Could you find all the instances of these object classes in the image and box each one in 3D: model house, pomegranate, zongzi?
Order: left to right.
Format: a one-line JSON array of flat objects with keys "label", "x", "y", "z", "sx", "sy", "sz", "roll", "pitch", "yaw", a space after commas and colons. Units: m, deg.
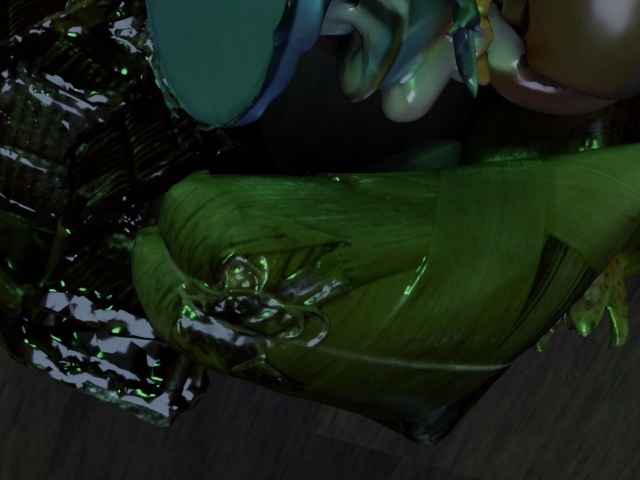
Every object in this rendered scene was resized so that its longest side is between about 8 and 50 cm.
[{"label": "model house", "x": -0.165, "y": -0.091, "z": 0.593, "sx": 0.297, "sy": 0.317, "sz": 0.282, "roll": 19, "pitch": 119, "yaw": -28}, {"label": "zongzi", "x": 0.073, "y": -0.016, "z": 0.495, "sx": 0.300, "sy": 0.145, "sz": 0.274, "roll": -42, "pitch": 141, "yaw": 16}, {"label": "pomegranate", "x": 0.196, "y": -0.032, "z": 0.672, "sx": 0.198, "sy": 0.198, "sz": 0.246, "roll": 40, "pitch": 73, "yaw": -19}]

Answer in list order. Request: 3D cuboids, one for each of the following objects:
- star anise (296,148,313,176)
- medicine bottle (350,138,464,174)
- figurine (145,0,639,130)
[{"label": "star anise", "x": 0.000, "y": 0.000, "z": 0.757, "sx": 0.097, "sy": 0.070, "sz": 0.190, "roll": -15, "pitch": 116, "yaw": 8}, {"label": "medicine bottle", "x": 0.052, "y": 0.016, "z": 0.721, "sx": 0.201, "sy": 0.052, "sz": 0.171, "roll": -25, "pitch": 118, "yaw": -35}, {"label": "figurine", "x": 0.117, "y": -0.181, "z": 0.484, "sx": 0.388, "sy": 0.248, "sz": 0.276, "roll": -5, "pitch": 88, "yaw": -31}]
